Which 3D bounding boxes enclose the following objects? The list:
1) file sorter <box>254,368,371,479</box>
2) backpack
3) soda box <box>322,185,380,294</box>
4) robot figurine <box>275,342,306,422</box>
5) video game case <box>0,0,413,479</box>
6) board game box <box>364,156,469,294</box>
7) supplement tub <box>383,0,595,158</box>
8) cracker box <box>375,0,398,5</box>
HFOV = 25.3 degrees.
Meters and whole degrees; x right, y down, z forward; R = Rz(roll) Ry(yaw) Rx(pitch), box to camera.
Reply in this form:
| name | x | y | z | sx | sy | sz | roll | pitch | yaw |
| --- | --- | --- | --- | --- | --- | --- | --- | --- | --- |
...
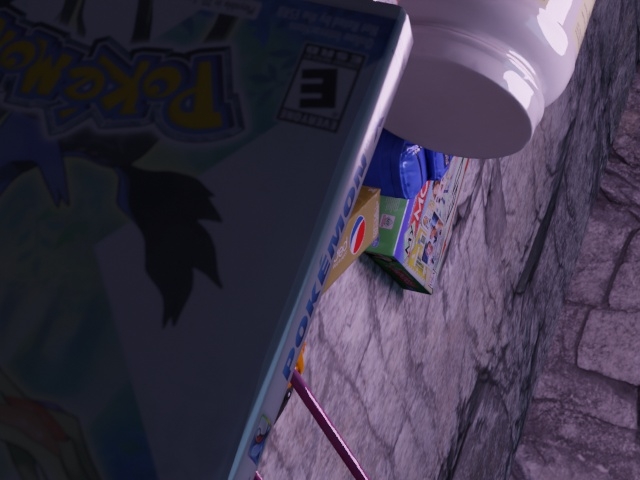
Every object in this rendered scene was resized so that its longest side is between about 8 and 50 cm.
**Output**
| name | x | y | z | sx | sy | sz | roll | pitch | yaw |
| --- | --- | --- | --- | --- | --- | --- | --- | --- | --- |
| file sorter | -0.128 | 0.202 | 0.842 | 0.182 | 0.290 | 0.202 | 57 | 27 | 1 |
| backpack | 0.096 | -0.108 | 1.592 | 0.120 | 0.101 | 0.098 | -57 | 145 | -36 |
| soda box | 0.000 | 0.000 | 1.451 | 0.181 | 0.061 | 0.058 | -44 | 141 | -56 |
| robot figurine | -0.094 | 0.102 | 1.232 | 0.291 | 0.085 | 0.211 | -30 | 130 | -63 |
| video game case | -0.158 | -0.008 | 0.646 | 0.036 | 0.329 | 0.300 | 69 | 38 | -63 |
| board game box | 0.138 | -0.108 | 1.777 | 0.213 | 0.046 | 0.317 | 41 | 64 | -68 |
| supplement tub | 0.173 | -0.274 | 1.496 | 0.235 | 0.235 | 0.325 | 63 | 44 | -60 |
| cracker box | -0.044 | -0.106 | 1.138 | 0.067 | 0.155 | 0.232 | 32 | 72 | -69 |
